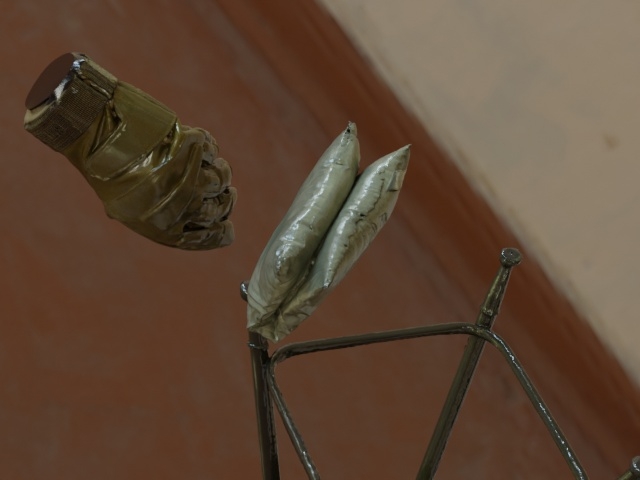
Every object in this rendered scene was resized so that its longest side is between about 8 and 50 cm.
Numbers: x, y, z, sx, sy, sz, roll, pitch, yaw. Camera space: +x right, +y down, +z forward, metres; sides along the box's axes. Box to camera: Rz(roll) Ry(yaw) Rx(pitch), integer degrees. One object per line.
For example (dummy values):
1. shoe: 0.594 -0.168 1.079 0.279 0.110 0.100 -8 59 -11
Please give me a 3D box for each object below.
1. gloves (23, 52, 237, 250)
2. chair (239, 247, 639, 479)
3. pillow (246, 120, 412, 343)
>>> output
1. gloves: -0.205 -0.089 2.259 0.331 0.154 0.141 40 -1 -32
2. chair: 0.094 0.295 2.218 0.364 0.410 0.362 -6 45 -24
3. pillow: 0.000 0.000 1.636 0.077 0.134 0.181 33 53 -3
